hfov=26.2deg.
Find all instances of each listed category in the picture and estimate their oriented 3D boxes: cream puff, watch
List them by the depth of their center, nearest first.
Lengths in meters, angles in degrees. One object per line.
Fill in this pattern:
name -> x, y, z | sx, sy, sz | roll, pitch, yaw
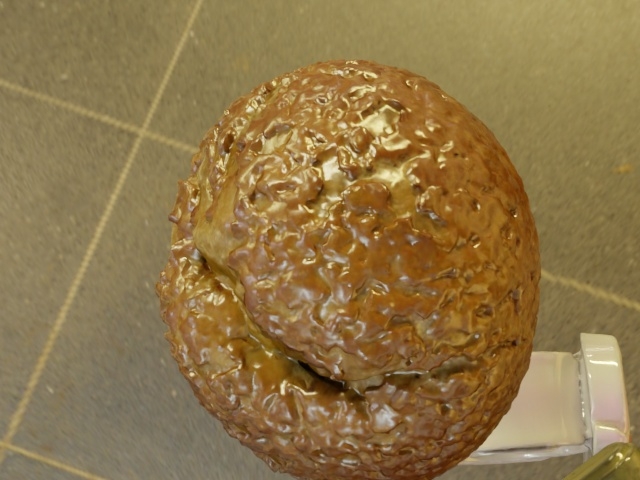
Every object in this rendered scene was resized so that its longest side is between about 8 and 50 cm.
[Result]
cream puff -> 0.003, 0.026, 0.918 | 0.212, 0.303, 0.303 | -9, 71, -30
watch -> 0.230, 0.214, 1.543 | 0.231, 0.244, 0.196 | -7, 75, 7

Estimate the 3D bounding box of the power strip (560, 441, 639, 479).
power strip -> 0.110, 0.299, 1.047 | 0.387, 0.066, 0.092 | -41, 89, 14
